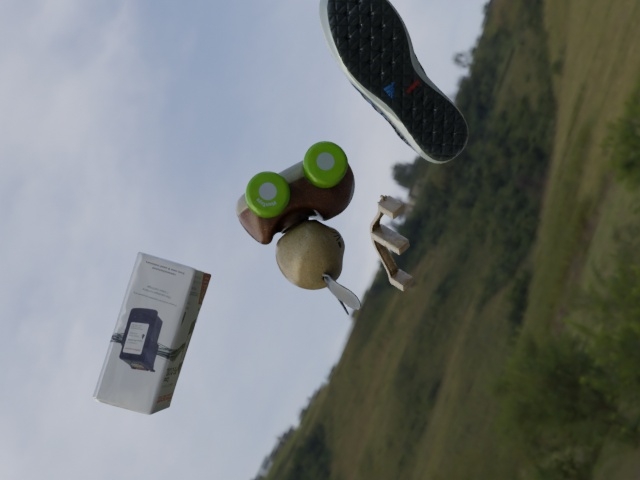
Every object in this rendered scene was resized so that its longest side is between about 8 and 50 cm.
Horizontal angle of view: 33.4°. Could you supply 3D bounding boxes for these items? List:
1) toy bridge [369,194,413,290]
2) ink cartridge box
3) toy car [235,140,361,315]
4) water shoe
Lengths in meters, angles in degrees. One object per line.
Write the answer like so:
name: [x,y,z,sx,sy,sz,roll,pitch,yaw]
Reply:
toy bridge: [0.104,-0.003,1.613,0.026,0.063,0.188,-40,-38,-23]
ink cartridge box: [-0.264,0.148,1.699,0.172,0.100,0.237,58,-131,-85]
toy car: [0.000,0.000,1.269,0.149,0.188,0.155,-28,-5,-8]
water shoe: [0.058,-0.155,1.004,0.073,0.203,0.080,-38,17,-6]
